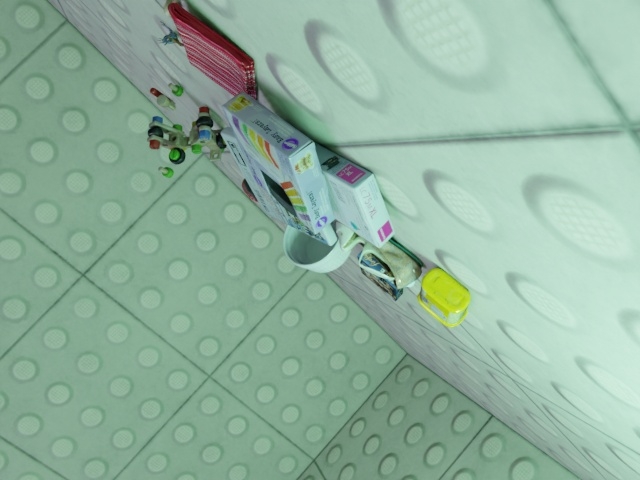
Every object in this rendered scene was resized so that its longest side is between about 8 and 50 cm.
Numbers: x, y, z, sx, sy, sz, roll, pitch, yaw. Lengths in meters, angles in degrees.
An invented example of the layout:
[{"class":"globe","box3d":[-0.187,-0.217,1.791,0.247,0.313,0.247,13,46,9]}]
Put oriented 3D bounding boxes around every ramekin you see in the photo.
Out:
[{"class":"ramekin","box3d":[0.000,0.000,1.626,0.207,0.207,0.109,37,180,40]}]

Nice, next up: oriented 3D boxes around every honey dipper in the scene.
[{"class":"honey dipper","box3d":[-0.281,-0.468,1.048,0.030,0.030,0.161,45,170,-21]}]

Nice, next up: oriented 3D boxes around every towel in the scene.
[{"class":"towel","box3d":[-0.222,-0.379,1.152,0.199,0.031,0.275,37,174,-2]}]

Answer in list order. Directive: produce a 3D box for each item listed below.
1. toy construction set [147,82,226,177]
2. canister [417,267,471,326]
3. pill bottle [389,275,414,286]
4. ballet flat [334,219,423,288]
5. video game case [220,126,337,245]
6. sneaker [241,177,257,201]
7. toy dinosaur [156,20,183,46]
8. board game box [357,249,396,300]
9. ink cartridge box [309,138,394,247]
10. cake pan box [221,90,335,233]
[{"class":"toy construction set","box3d":[-0.473,-0.397,1.952,0.308,0.257,0.237,62,-168,17]},{"class":"canister","box3d":[0.297,0.139,1.300,0.126,0.073,0.170,40,172,19]},{"class":"pill bottle","box3d":[0.239,0.109,1.566,0.043,0.043,0.083,46,173,-25]},{"class":"ballet flat","box3d":[0.115,0.007,1.383,0.316,0.106,0.107,41,173,20]},{"class":"video game case","box3d":[-0.113,-0.149,1.498,0.300,0.036,0.329,27,154,39]},{"class":"sneaker","box3d":[-0.220,-0.190,2.138,0.276,0.097,0.135,37,172,29]},{"class":"toy dinosaur","box3d":[-0.372,-0.498,1.343,0.090,0.047,0.082,34,-166,-13]},{"class":"board game box","box3d":[0.205,0.120,1.833,0.165,0.042,0.243,41,173,17]},{"class":"ink cartridge box","box3d":[0.023,-0.124,1.205,0.311,0.065,0.185,34,160,42]},{"class":"cake pan box","box3d":[-0.086,-0.164,1.178,0.246,0.070,0.267,44,164,32]}]
